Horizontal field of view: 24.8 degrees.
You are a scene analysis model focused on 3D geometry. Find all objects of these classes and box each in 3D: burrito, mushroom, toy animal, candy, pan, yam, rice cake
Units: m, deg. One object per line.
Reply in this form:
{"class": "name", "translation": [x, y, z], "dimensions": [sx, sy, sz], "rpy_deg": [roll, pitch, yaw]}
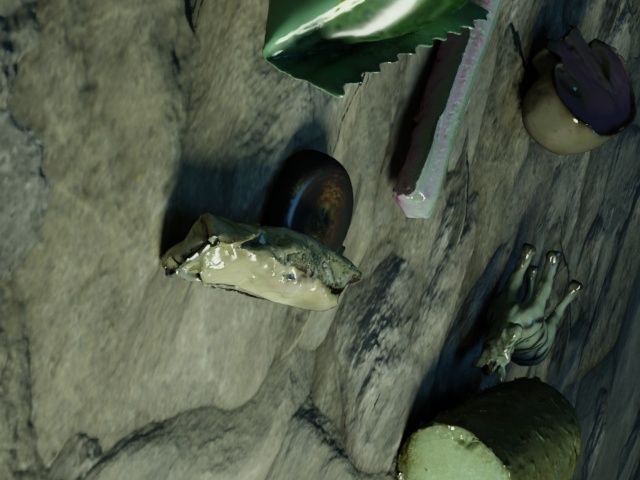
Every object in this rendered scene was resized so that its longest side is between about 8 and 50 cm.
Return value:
{"class": "burrito", "translation": [-0.042, 0.018, 1.155], "dimensions": [0.229, 0.058, 0.063], "rpy_deg": [14, 92, -59]}
{"class": "mushroom", "translation": [0.305, -0.169, 1.778], "dimensions": [0.117, 0.141, 0.188], "rpy_deg": [-48, 171, 34]}
{"class": "toy animal", "translation": [0.264, 0.087, 1.890], "dimensions": [0.255, 0.089, 0.170], "rpy_deg": [5, 105, -64]}
{"class": "candy", "translation": [0.074, -0.316, 1.041], "dimensions": [0.263, 0.172, 0.398], "rpy_deg": [-44, 157, -47]}
{"class": "pan", "translation": [0.003, 0.001, 1.297], "dimensions": [0.115, 0.040, 0.212], "rpy_deg": [-61, 154, -16]}
{"class": "yam", "translation": [0.213, 0.269, 1.786], "dimensions": [0.304, 0.168, 0.168], "rpy_deg": [-10, 113, -64]}
{"class": "rice cake", "translation": [0.130, -0.165, 1.461], "dimensions": [0.081, 0.051, 0.290], "rpy_deg": [53, 54, -73]}
